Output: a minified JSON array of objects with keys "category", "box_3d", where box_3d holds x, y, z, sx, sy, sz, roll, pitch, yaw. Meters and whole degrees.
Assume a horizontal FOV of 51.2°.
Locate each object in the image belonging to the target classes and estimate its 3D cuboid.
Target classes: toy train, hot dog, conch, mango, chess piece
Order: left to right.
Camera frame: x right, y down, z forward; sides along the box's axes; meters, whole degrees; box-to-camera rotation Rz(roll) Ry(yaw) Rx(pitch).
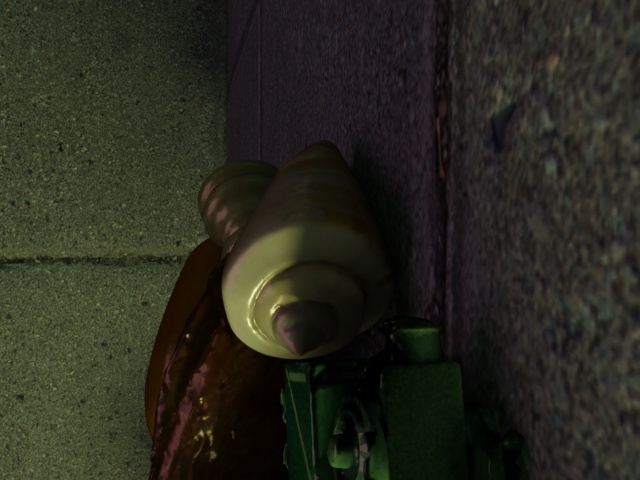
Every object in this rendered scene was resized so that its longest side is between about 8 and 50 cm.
[{"category":"mango","box_3d":[-0.203,0.203,1.269,0.300,0.232,0.445,115,159,-72]},{"category":"hot dog","box_3d":[-0.080,0.196,0.718,0.267,0.174,0.387,-94,0,-78]},{"category":"chess piece","box_3d":[-0.080,0.012,0.925,0.251,0.144,0.144,-114,26,-48]},{"category":"conch","box_3d":[0.010,-0.001,0.569,0.158,0.127,0.255,59,-146,-38]},{"category":"toy train","box_3d":[0.037,0.179,0.383,0.154,0.115,0.269,150,118,-70]}]
